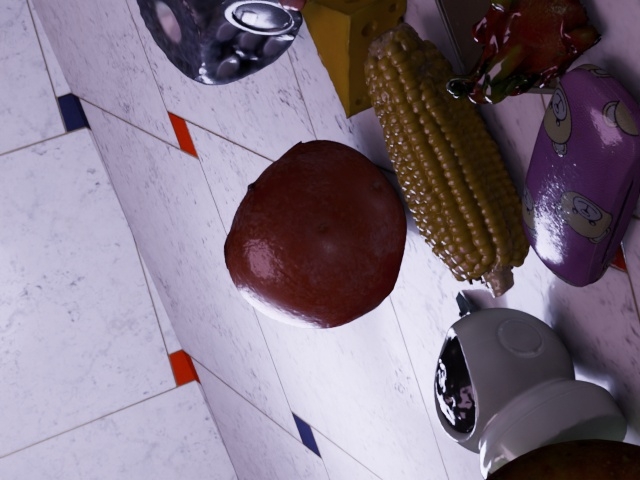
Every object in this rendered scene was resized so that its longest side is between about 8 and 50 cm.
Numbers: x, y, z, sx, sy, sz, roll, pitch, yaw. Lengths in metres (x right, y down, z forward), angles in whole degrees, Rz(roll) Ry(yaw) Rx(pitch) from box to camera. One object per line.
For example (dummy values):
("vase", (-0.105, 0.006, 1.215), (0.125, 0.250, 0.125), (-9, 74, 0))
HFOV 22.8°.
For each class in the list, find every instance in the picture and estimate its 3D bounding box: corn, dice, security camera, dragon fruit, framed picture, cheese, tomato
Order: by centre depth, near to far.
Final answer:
("dragon fruit", (0.210, -0.201, 1.629), (0.142, 0.175, 0.138), (41, -179, -45))
("framed picture", (0.196, -0.234, 1.766), (0.203, 0.015, 0.150), (14, 129, 64))
("corn", (0.152, -0.093, 1.897), (0.347, 0.130, 0.130), (65, 160, -8))
("security camera", (0.243, 0.191, 1.972), (0.236, 0.194, 0.194), (56, 161, 31))
("cheese", (0.054, -0.241, 1.995), (0.126, 0.093, 0.171), (33, 146, 49))
("tomato", (0.000, 0.000, 2.217), (0.265, 0.265, 0.265), (50, 158, 30))
("dice", (-0.142, -0.342, 2.225), (0.182, 0.183, 0.181), (52, 156, 25))

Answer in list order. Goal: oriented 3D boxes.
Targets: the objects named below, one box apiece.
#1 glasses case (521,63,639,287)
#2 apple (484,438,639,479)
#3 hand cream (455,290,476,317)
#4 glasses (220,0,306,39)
("glasses case", (0.279, -0.062, 1.692), (0.123, 0.076, 0.316), (52, 158, 26))
("apple", (0.318, 0.417, 1.810), (0.384, 0.374, 0.374), (8, 133, 23))
("hand cream", (0.230, 0.195, 2.196), (0.075, 0.052, 0.248), (14, 129, 64))
("glasses", (-0.032, -0.399, 1.933), (0.234, 0.118, 0.268), (-38, 43, 55))
